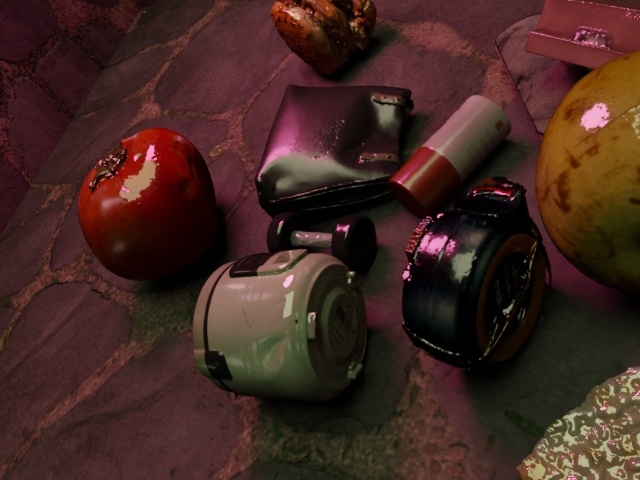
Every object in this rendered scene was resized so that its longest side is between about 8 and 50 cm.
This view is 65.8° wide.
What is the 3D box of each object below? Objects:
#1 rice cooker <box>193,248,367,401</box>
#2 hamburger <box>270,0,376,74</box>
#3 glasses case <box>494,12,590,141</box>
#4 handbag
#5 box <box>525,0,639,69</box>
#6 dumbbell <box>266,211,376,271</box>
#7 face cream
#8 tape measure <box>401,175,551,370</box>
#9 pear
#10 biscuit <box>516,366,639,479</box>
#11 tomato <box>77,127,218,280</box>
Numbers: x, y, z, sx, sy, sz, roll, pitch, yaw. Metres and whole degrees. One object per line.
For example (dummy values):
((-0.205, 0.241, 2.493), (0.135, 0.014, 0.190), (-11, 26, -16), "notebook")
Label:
((-0.063, 0.125, 0.753), (0.244, 0.226, 0.226), (-9, 50, 34), "rice cooker")
((-0.004, -0.578, 1.285), (0.211, 0.260, 0.245), (-49, 49, -4), "hamburger")
((0.401, -0.289, 0.872), (0.114, 0.060, 0.299), (-24, 47, 23), "glasses case")
((0.042, -0.199, 1.017), (0.288, 0.152, 0.342), (0, 57, 22), "handbag")
((0.469, -0.304, 0.741), (0.215, 0.086, 0.215), (-12, 35, -27), "box")
((0.000, 0.000, 0.901), (0.191, 0.100, 0.100), (4, 58, 39), "dumbbell")
((0.223, -0.145, 0.864), (0.214, 0.096, 0.096), (-45, 42, -6), "face cream")
((0.196, 0.053, 0.634), (0.135, 0.202, 0.223), (15, 50, 45), "tape measure")
((0.385, -0.080, 0.561), (0.283, 0.283, 0.284), (-20, 45, 22), "pear")
((0.339, 0.224, 0.504), (0.265, 0.040, 0.188), (-10, 50, 28), "biscuit")
((-0.371, -0.076, 1.096), (0.293, 0.290, 0.325), (-32, 40, 6), "tomato")
